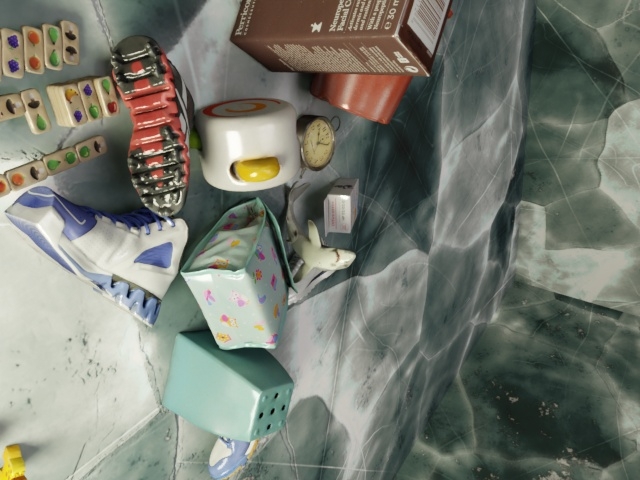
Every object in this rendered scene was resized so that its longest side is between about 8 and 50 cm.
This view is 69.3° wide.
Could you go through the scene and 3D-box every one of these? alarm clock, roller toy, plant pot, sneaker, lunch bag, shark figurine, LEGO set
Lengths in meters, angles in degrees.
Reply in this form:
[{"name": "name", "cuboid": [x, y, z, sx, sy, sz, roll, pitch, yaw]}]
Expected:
[{"name": "alarm clock", "cuboid": [-0.010, -0.245, 1.116, 0.192, 0.064, 0.129, -43, 135, -31]}, {"name": "roller toy", "cuboid": [-0.131, -0.177, 0.870, 0.191, 0.209, 0.146, -38, 133, -46]}, {"name": "plant pot", "cuboid": [-0.181, 0.305, 0.974, 0.165, 0.234, 0.166, 7, 98, -54]}, {"name": "sneaker", "cuboid": [-0.253, -0.177, 0.754, 0.135, 0.097, 0.276, -35, 116, -81]}, {"name": "sneaker", "cuboid": [-0.199, 0.420, 1.130, 0.131, 0.112, 0.296, 51, 58, -34]}, {"name": "plant pot", "cuboid": [0.113, -0.423, 1.042, 0.272, 0.272, 0.265, -7, 124, -52]}, {"name": "lunch bag", "cuboid": [-0.146, 0.061, 0.972, 0.262, 0.160, 0.223, -73, 154, -52]}, {"name": "sneaker", "cuboid": [-0.055, 0.081, 1.191, 0.235, 0.090, 0.095, -41, 121, -41]}, {"name": "shark figurine", "cuboid": [-0.021, -0.005, 1.112, 0.116, 0.278, 0.166, 12, 127, -49]}, {"name": "LEGO set", "cuboid": [-0.499, 0.403, 0.713, 0.087, 0.093, 0.227, 9, 97, -54]}, {"name": "sneaker", "cuboid": [-0.329, -0.006, 0.760, 0.182, 0.127, 0.315, -59, 149, -24]}]

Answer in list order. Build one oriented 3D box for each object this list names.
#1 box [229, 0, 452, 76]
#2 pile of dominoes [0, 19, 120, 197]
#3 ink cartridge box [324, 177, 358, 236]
[{"name": "box", "cuboid": [0.030, -0.416, 0.829, 0.143, 0.381, 0.191, 18, 89, -52]}, {"name": "pile of dominoes", "cuboid": [-0.377, -0.177, 0.614, 0.251, 0.040, 0.196, -54, 146, -54]}, {"name": "ink cartridge box", "cuboid": [0.058, -0.087, 1.214, 0.181, 0.061, 0.104, -61, 152, -61]}]
